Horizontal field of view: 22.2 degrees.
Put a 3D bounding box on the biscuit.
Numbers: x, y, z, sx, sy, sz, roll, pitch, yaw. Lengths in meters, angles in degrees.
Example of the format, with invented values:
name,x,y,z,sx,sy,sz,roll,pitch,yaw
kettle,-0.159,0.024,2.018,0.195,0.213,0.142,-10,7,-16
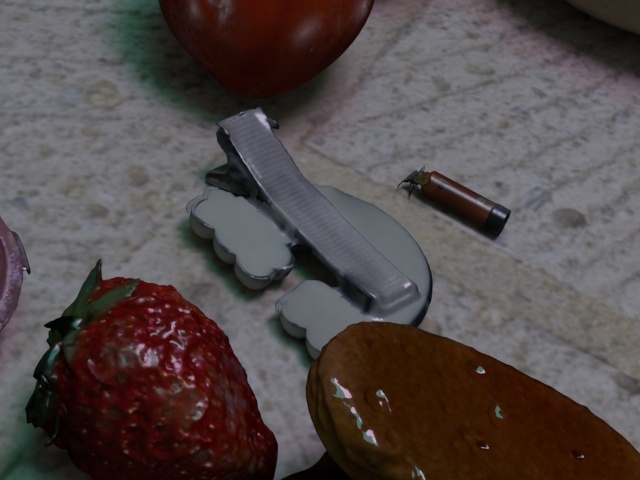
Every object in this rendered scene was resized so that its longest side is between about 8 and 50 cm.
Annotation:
name,x,y,z,sx,sy,sz,roll,pitch,yaw
biscuit,0.104,0.183,0.915,0.262,0.052,0.277,23,40,-25

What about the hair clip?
name,x,y,z,sx,sy,sz,roll,pitch,yaw
hair clip,0.000,0.000,1.120,0.140,0.054,0.220,-21,57,-41

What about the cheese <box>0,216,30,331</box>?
name,x,y,z,sx,sy,sz,roll,pitch,yaw
cheese,-0.261,0.041,0.960,0.189,0.074,0.286,-1,46,-19

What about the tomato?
name,x,y,z,sx,sy,sz,roll,pitch,yaw
tomato,-0.050,-0.191,1.228,0.187,0.151,0.187,14,45,-15

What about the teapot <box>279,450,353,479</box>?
name,x,y,z,sx,sy,sz,roll,pitch,yaw
teapot,0.002,0.169,0.916,0.098,0.078,0.129,23,41,5

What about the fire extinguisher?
name,x,y,z,sx,sy,sz,roll,pitch,yaw
fire extinguisher,0.099,-0.030,1.208,0.083,0.022,0.028,28,73,11

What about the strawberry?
name,x,y,z,sx,sy,sz,roll,pitch,yaw
strawberry,-0.091,0.087,0.935,0.148,0.131,0.131,12,42,-5

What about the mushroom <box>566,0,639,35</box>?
name,x,y,z,sx,sy,sz,roll,pitch,yaw
mushroom,0.322,-0.345,1.420,0.362,0.294,0.362,9,42,-8
